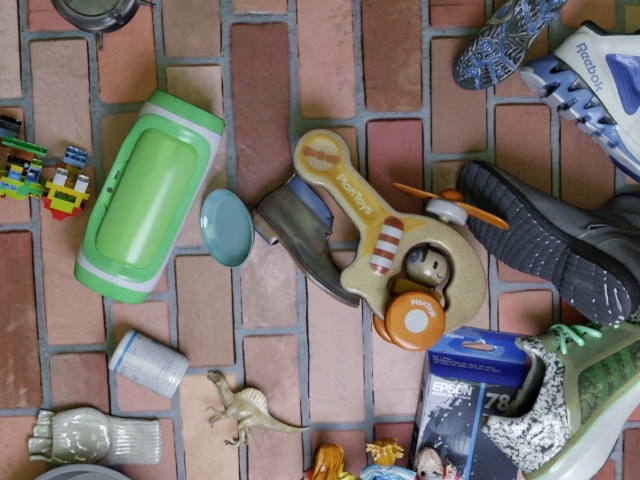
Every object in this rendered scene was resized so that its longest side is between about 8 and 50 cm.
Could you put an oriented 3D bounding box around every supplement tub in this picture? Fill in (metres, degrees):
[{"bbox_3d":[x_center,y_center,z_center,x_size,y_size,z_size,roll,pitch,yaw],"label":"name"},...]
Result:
[{"bbox_3d":[-0.259,0.187,1.275,0.107,0.071,0.071,28,94,-6],"label":"supplement tub"}]

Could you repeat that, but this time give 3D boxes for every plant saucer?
[{"bbox_3d":[-0.134,-0.019,1.256,0.021,0.119,0.119,-15,98,-44],"label":"plant saucer"}]

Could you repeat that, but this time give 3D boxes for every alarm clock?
[{"bbox_3d":[-0.341,-0.384,1.224,0.129,0.064,0.192,-39,93,2],"label":"alarm clock"}]

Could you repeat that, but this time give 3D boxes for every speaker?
[{"bbox_3d":[-0.249,-0.063,1.225,0.131,0.131,0.296,25,94,-4],"label":"speaker"}]

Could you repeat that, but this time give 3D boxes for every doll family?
[{"bbox_3d":[0.074,0.371,1.248,0.263,0.118,0.163,-5,92,22],"label":"doll family"}]

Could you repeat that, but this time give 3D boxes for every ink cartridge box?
[{"bbox_3d":[0.228,0.303,1.310,0.165,0.065,0.332,7,94,-2],"label":"ink cartridge box"}]

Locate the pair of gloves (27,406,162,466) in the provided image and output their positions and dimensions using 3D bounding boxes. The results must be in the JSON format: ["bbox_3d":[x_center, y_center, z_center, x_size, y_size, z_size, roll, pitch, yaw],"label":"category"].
[{"bbox_3d":[-0.359,0.377,1.305,0.204,0.042,0.240,10,94,-3],"label":"pair of gloves"}]

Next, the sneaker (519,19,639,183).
[{"bbox_3d":[0.468,-0.210,1.232,0.315,0.127,0.182,40,99,-4],"label":"sneaker"}]

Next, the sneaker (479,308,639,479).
[{"bbox_3d":[0.381,0.171,1.229,0.182,0.158,0.410,38,75,-2],"label":"sneaker"}]

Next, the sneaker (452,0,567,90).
[{"bbox_3d":[0.282,-0.305,1.250,0.080,0.081,0.211,44,110,-7],"label":"sneaker"}]

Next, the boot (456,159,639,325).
[{"bbox_3d":[0.381,-0.024,1.252,0.223,0.118,0.338,-25,57,-33],"label":"boot"}]

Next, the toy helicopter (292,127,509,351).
[{"bbox_3d":[0.104,-0.027,1.209,0.235,0.140,0.355,-41,90,-5],"label":"toy helicopter"}]

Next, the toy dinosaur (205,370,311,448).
[{"bbox_3d":[-0.109,0.276,1.299,0.183,0.053,0.092,34,92,-5],"label":"toy dinosaur"}]

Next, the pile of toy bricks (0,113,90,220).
[{"bbox_3d":[-0.447,-0.100,1.237,0.212,0.118,0.105,19,123,-20],"label":"pile of toy bricks"}]

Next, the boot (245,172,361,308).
[{"bbox_3d":[0.000,0.000,1.262,0.219,0.082,0.106,41,95,-3],"label":"boot"}]

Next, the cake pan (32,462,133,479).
[{"bbox_3d":[-0.334,0.471,1.235,0.293,0.054,0.293,-1,86,14],"label":"cake pan"}]
